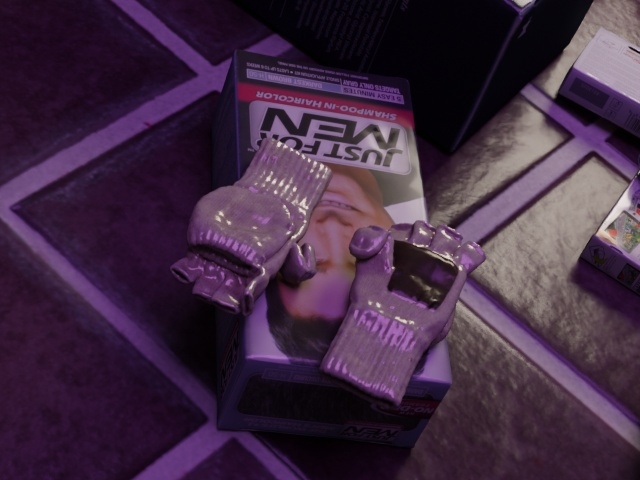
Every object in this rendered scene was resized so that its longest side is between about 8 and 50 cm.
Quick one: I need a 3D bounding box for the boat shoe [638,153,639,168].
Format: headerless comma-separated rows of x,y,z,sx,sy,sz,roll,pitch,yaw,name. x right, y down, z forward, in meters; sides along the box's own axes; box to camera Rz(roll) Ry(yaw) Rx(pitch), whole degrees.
0.434,-0.066,1.558,0.183,0.066,0.066,25,46,1,boat shoe

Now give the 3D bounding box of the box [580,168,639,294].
0.373,-0.020,1.567,0.114,0.036,0.207,34,47,10,box

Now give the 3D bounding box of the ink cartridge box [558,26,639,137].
0.369,-0.183,1.719,0.145,0.045,0.179,30,28,7,ink cartridge box

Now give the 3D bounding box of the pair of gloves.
0.006,0.015,1.237,0.240,0.042,0.204,31,47,8,pair of gloves

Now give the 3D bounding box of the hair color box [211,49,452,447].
0.000,0.000,1.354,0.185,0.113,0.374,8,49,-15,hair color box

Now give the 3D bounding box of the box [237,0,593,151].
0.099,-0.341,1.623,0.395,0.212,0.293,37,47,13,box
